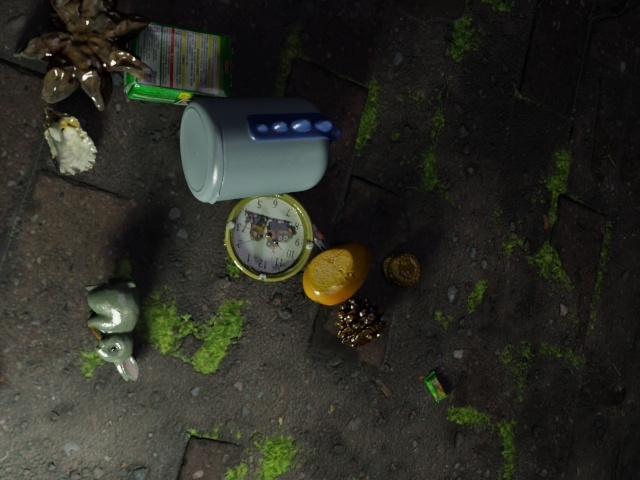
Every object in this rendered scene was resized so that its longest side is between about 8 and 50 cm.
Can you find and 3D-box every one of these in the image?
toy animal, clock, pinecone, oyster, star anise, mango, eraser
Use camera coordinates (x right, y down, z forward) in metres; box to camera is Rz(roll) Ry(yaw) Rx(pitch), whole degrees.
[{"bbox_3d":[-0.448,0.198,1.476,0.108,0.138,0.236,-2,83,-61],"label":"toy animal"},{"bbox_3d":[-0.131,-0.013,1.686,0.237,0.057,0.237,2,86,-25],"label":"clock"},{"bbox_3d":[0.100,0.211,1.757,0.140,0.140,0.121,-9,59,-27],"label":"pinecone"},{"bbox_3d":[-0.560,-0.212,1.482,0.146,0.045,0.122,31,71,-30],"label":"oyster"},{"bbox_3d":[-0.511,-0.435,1.443,0.315,0.108,0.315,0,98,-1],"label":"star anise"},{"bbox_3d":[0.046,0.081,1.749,0.217,0.102,0.141,-38,84,-24],"label":"mango"},{"bbox_3d":[0.000,0.000,1.772,0.027,0.019,0.099,-44,106,-22],"label":"eraser"}]

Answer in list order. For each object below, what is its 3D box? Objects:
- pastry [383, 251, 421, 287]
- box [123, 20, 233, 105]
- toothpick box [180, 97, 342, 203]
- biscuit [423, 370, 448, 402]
[{"bbox_3d":[0.227,0.080,1.862,0.109,0.057,0.097,27,74,-25],"label":"pastry"},{"bbox_3d":[-0.333,-0.415,1.579,0.250,0.103,0.180,4,85,-25],"label":"box"},{"bbox_3d":[-0.126,-0.226,1.586,0.354,0.263,0.263,-8,91,-29],"label":"toothpick box"},{"bbox_3d":[0.329,0.421,1.919,0.046,0.016,0.089,-35,103,-25],"label":"biscuit"}]
